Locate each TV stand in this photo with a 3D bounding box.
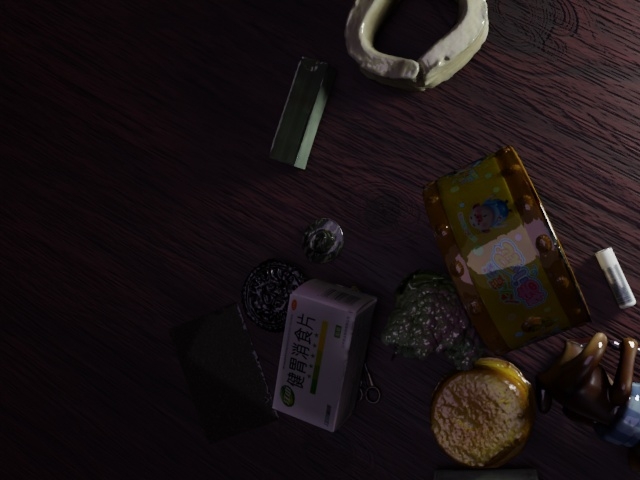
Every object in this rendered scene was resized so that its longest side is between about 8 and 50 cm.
[{"bbox_3d":[-0.045,-0.323,1.923,0.083,0.088,0.269,21,94,16],"label":"TV stand"}]

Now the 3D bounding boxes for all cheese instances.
[{"bbox_3d":[0.228,-0.514,1.817,0.292,0.153,0.332,44,101,13],"label":"cheese"}]

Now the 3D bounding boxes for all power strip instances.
[{"bbox_3d":[0.392,0.578,1.787,0.272,0.052,0.078,-7,130,15],"label":"power strip"}]

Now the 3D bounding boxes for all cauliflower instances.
[{"bbox_3d":[0.249,0.203,1.780,0.239,0.315,0.256,10,49,-7],"label":"cauliflower"}]

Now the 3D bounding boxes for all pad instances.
[{"bbox_3d":[-0.260,0.353,2.014,0.220,0.004,0.330,-22,83,14],"label":"pad"}]

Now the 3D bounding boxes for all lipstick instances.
[{"bbox_3d":[0.677,0.087,1.738,0.040,0.040,0.141,-23,83,14],"label":"lipstick"}]

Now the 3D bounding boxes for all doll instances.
[{"bbox_3d":[0.667,0.337,1.673,0.340,0.209,0.317,32,130,16],"label":"doll"}]

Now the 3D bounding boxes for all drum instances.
[{"bbox_3d":[0.395,0.022,1.629,0.214,0.431,0.431,-25,82,14],"label":"drum"}]

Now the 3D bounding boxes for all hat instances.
[{"bbox_3d":[0.000,0.000,1.924,0.121,0.050,0.121,-1,86,15],"label":"hat"}]

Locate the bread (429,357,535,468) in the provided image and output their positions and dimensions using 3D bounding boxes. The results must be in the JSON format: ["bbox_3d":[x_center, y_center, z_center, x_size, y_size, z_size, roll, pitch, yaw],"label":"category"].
[{"bbox_3d":[0.371,0.402,1.765,0.269,0.146,0.268,-1,86,18],"label":"bread"}]

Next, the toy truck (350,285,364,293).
[{"bbox_3d":[0.061,0.165,1.897,0.123,0.063,0.052,-43,79,11],"label":"toy truck"}]

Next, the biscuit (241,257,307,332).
[{"bbox_3d":[-0.114,0.144,1.952,0.195,0.053,0.194,0,89,15],"label":"biscuit"}]

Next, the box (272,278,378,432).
[{"bbox_3d":[0.008,0.277,1.827,0.173,0.145,0.332,17,109,22],"label":"box"}]

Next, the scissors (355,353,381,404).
[{"bbox_3d":[0.107,0.302,1.907,0.088,0.017,0.220,-2,87,18],"label":"scissors"}]
